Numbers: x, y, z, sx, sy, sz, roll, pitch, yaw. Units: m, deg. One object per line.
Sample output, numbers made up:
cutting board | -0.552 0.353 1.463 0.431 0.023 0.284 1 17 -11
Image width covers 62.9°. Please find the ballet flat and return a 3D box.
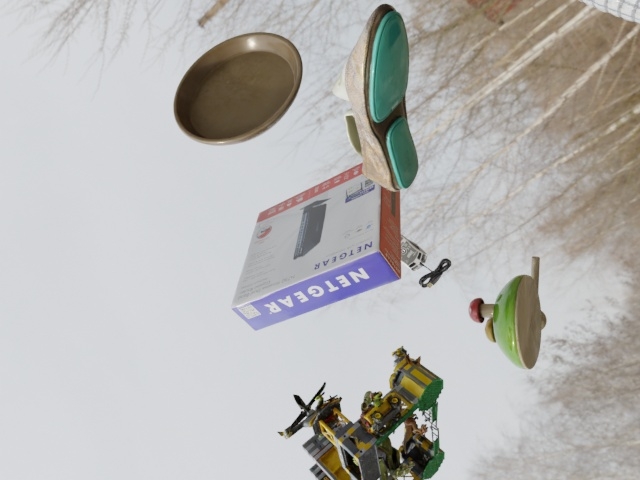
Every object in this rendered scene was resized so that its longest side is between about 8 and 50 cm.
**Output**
ballet flat | 0.075 -0.198 0.784 0.107 0.106 0.316 -47 -36 -26

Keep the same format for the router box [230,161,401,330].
router box | 0.000 0.000 1.066 0.082 0.335 0.301 50 -150 -31

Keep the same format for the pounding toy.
pounding toy | 0.377 0.151 1.066 0.236 0.110 0.183 -32 -67 -51

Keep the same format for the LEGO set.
LEGO set | 0.077 0.325 0.919 0.255 0.192 0.331 -39 -45 -21

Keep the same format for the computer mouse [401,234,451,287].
computer mouse | 0.256 0.042 1.446 0.193 0.106 0.042 38 -165 1

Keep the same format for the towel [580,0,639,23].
towel | 0.471 -0.324 0.613 0.283 0.121 0.235 -27 -129 -32

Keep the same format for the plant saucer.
plant saucer | -0.160 -0.296 1.035 0.041 0.277 0.278 54 -160 -58
